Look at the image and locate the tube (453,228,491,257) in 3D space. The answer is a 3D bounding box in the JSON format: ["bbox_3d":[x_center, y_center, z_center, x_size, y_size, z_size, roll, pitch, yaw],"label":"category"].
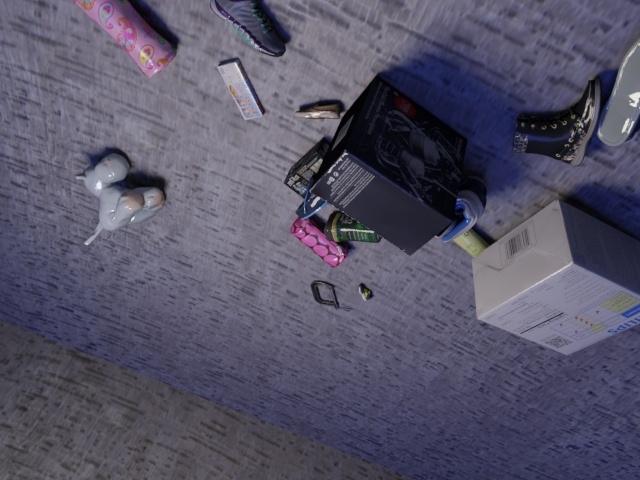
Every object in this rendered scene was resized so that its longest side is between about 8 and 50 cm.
[{"bbox_3d":[0.423,-0.027,1.823,0.240,0.070,0.062,40,177,-13],"label":"tube"}]

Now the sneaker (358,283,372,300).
[{"bbox_3d":[0.164,0.187,2.179,0.035,0.031,0.083,-16,132,18],"label":"sneaker"}]

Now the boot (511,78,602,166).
[{"bbox_3d":[0.576,-0.292,1.459,0.179,0.085,0.236,12,138,15],"label":"boot"}]

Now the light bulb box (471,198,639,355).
[{"bbox_3d":[0.691,0.120,1.693,0.361,0.225,0.358,23,140,-21],"label":"light bulb box"}]

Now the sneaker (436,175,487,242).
[{"bbox_3d":[0.308,-0.067,1.673,0.323,0.236,0.130,-21,106,32],"label":"sneaker"}]

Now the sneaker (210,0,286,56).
[{"bbox_3d":[-0.167,-0.558,1.491,0.224,0.083,0.098,35,132,-14],"label":"sneaker"}]

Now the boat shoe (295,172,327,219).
[{"bbox_3d":[0.009,-0.164,1.716,0.089,0.109,0.258,42,118,-11],"label":"boat shoe"}]

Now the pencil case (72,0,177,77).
[{"bbox_3d":[-0.517,-0.575,1.592,0.124,0.124,0.284,-21,123,38],"label":"pencil case"}]

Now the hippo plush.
[{"bbox_3d":[-0.701,-0.171,2.069,0.294,0.234,0.236,-31,87,26],"label":"hippo plush"}]

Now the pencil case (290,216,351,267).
[{"bbox_3d":[0.000,0.000,2.002,0.209,0.095,0.098,37,171,-20],"label":"pencil case"}]

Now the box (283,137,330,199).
[{"bbox_3d":[0.002,-0.197,1.800,0.147,0.077,0.180,36,136,-16],"label":"box"}]

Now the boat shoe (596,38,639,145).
[{"bbox_3d":[0.724,-0.352,1.333,0.114,0.091,0.302,48,147,24],"label":"boat shoe"}]

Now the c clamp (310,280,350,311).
[{"bbox_3d":[0.032,0.209,2.263,0.137,0.022,0.160,4,137,26],"label":"c clamp"}]

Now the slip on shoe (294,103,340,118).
[{"bbox_3d":[-0.008,-0.362,1.662,0.136,0.051,0.041,6,97,28],"label":"slip on shoe"}]

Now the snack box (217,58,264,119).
[{"bbox_3d":[-0.225,-0.427,1.694,0.064,0.022,0.178,-5,132,26],"label":"snack box"}]

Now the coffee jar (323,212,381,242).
[{"bbox_3d":[0.106,-0.042,1.908,0.185,0.096,0.079,1,132,21],"label":"coffee jar"}]

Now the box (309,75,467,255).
[{"bbox_3d":[0.186,-0.196,1.528,0.313,0.343,0.179,32,137,-13],"label":"box"}]
